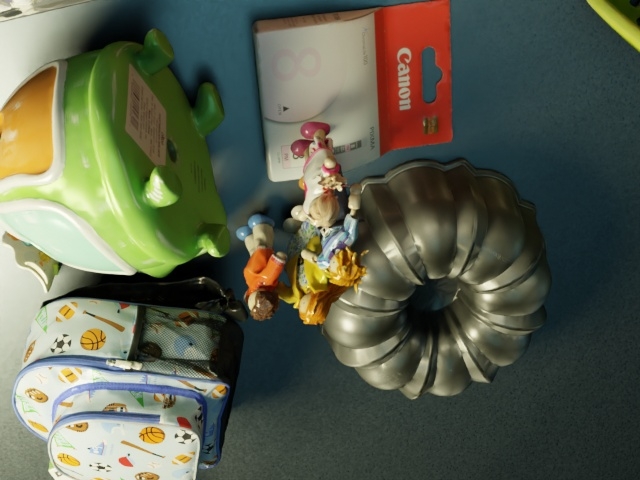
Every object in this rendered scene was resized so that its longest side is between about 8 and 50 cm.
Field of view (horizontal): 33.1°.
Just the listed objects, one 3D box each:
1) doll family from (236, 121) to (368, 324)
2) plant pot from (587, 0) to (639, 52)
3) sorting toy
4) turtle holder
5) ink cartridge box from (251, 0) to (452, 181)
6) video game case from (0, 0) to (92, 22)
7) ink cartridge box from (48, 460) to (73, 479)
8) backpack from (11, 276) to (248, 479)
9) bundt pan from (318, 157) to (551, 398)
[{"bbox_3d":[0.000,0.000,1.239,0.118,0.163,0.263,10,136,-23],"label":"doll family"},{"bbox_3d":[0.471,-0.256,1.187,0.207,0.227,0.228,34,109,-30],"label":"plant pot"},{"bbox_3d":[-0.342,0.027,1.296,0.045,0.075,0.083,-34,119,10],"label":"sorting toy"},{"bbox_3d":[-0.225,-0.079,1.190,0.227,0.320,0.243,-12,87,14],"label":"turtle holder"},{"bbox_3d":[0.044,-0.174,1.257,0.232,0.066,0.189,-6,120,-1],"label":"ink cartridge box"},{"bbox_3d":[-0.254,-0.351,0.987,0.248,0.035,0.275,-11,121,8],"label":"video game case"},{"bbox_3d":[-0.297,0.308,1.470,0.109,0.062,0.209,-22,120,5],"label":"ink cartridge box"},{"bbox_3d":[-0.240,0.186,1.319,0.263,0.213,0.277,13,135,0],"label":"backpack"},{"bbox_3d":[0.148,0.068,1.372,0.330,0.124,0.331,-4,119,-8],"label":"bundt pan"}]
